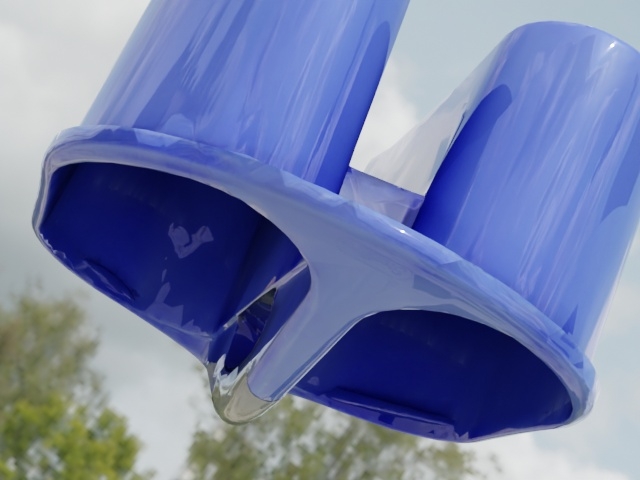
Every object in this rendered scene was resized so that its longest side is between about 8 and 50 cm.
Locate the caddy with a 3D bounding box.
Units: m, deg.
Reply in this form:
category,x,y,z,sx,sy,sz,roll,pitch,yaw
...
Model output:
category,x,y,z,sx,sy,sz,roll,pitch,yaw
caddy,0.000,0.000,0.658,0.241,0.179,0.341,27,-15,-6
